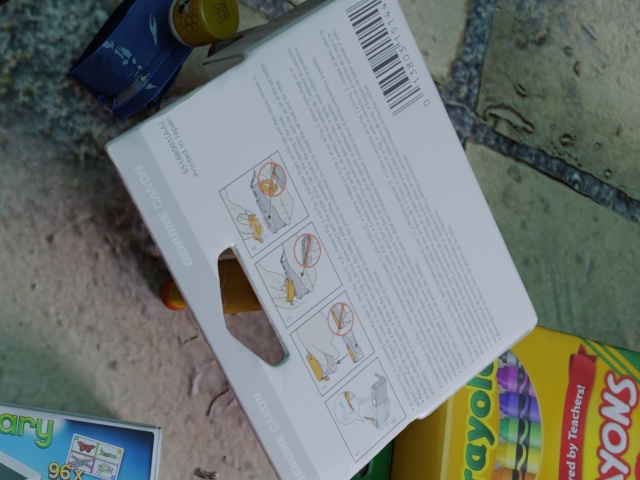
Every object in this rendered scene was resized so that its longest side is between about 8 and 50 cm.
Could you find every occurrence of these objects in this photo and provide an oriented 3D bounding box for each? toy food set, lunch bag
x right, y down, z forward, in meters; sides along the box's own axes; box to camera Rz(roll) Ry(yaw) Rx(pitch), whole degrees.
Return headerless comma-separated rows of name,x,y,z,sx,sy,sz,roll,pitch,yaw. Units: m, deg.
toy food set,-0.075,-0.065,1.115,0.111,0.104,0.232,-16,95,-46
lunch bag,-0.135,-0.137,1.124,0.065,0.067,0.098,40,61,-18

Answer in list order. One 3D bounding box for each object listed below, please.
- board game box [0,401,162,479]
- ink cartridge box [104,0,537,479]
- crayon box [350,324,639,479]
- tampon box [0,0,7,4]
board game box,-0.258,0.197,0.982,0.305,0.053,0.193,13,72,-29
ink cartridge box,0.000,0.000,1.057,0.261,0.066,0.296,-36,109,-30
crayon box,0.165,0.174,1.231,0.318,0.081,0.202,15,72,-28
tampon box,-0.239,-0.256,1.066,0.120,0.101,0.161,-36,100,-32
